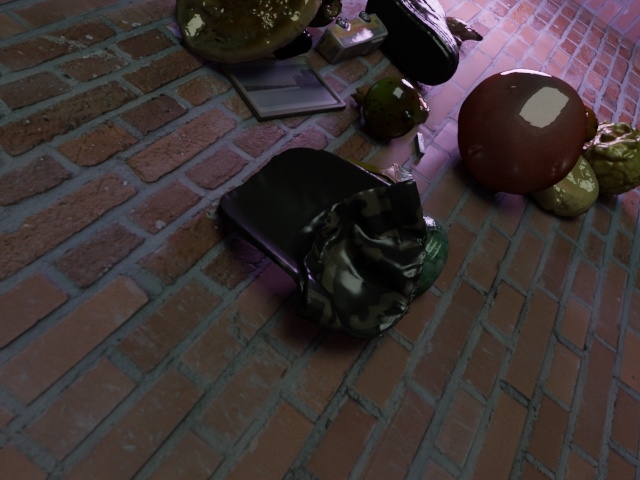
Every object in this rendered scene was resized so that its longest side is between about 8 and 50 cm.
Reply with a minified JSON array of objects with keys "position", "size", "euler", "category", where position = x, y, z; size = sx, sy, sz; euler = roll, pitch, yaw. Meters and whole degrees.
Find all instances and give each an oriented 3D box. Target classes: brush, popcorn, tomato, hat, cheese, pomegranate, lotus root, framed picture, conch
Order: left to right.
[{"position":[-0.094,-0.400,1.509],"size":[0.289,0.016,0.213],"euler":[-17,63,-39],"category":"framed picture"},{"position":[-0.015,-0.676,1.663],"size":[0.154,0.153,0.278],"euler":[-4,24,-33],"category":"lotus root"},{"position":[0.000,0.000,1.158],"size":[0.382,0.257,0.366],"euler":[22,50,40],"category":"hat"},{"position":[0.143,-0.174,1.459],"size":[0.205,0.011,0.083],"euler":[13,49,-19],"category":"brush"},{"position":[0.169,-0.354,1.544],"size":[0.159,0.159,0.205],"euler":[-17,39,-39],"category":"pomegranate"},{"position":[0.190,0.013,1.250],"size":[0.176,0.122,0.188],"euler":[-35,70,-21],"category":"conch"},{"position":[0.527,-0.298,1.573],"size":[0.342,0.272,0.341],"euler":[-5,52,7],"category":"tomato"},{"position":[0.695,-0.175,1.712],"size":[0.214,0.117,0.225],"euler":[4,56,-20],"category":"cheese"},{"position":[0.929,-0.262,1.834],"size":[0.249,0.225,0.249],"euler":[35,42,-38],"category":"popcorn"}]

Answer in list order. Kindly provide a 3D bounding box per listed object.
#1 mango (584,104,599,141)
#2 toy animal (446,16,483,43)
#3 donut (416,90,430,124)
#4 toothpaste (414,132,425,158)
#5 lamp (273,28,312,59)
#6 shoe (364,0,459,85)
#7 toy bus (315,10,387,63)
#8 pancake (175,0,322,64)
[{"position":[0.721,-0.346,1.805],"size":[0.156,0.249,0.151],"euler":[20,62,-63],"category":"mango"},{"position":[0.497,-0.771,2.134],"size":[0.188,0.089,0.179],"euler":[12,35,-16],"category":"toy animal"},{"position":[0.233,-0.399,1.666],"size":[0.166,0.065,0.117],"euler":[13,49,-23],"category":"donut"},{"position":[0.271,-0.261,1.600],"size":[0.017,0.020,0.083],"euler":[16,47,-15],"category":"toothpaste"},{"position":[-0.127,-0.630,1.539],"size":[0.203,0.125,0.283],"euler":[49,16,-53],"category":"lamp"},{"position":[0.328,-0.654,1.869],"size":[0.237,0.171,0.384],"euler":[-20,65,-44],"category":"shoe"},{"position":[0.098,-0.608,1.752],"size":[0.106,0.092,0.268],"euler":[51,46,5],"category":"toy bus"},{"position":[-0.186,-0.606,1.440],"size":[0.387,0.082,0.386],"euler":[-3,73,12],"category":"pancake"}]
